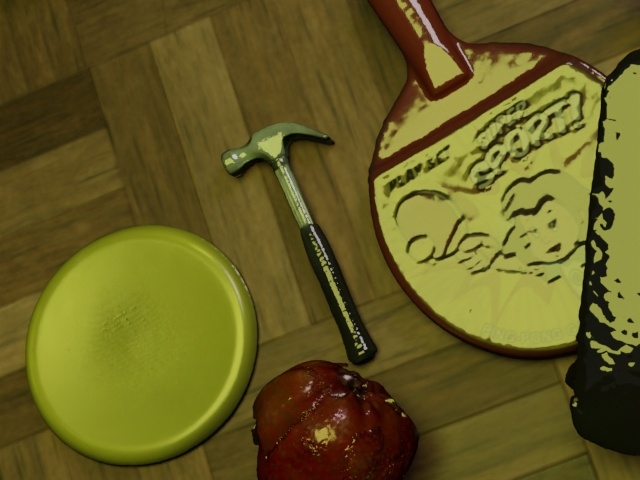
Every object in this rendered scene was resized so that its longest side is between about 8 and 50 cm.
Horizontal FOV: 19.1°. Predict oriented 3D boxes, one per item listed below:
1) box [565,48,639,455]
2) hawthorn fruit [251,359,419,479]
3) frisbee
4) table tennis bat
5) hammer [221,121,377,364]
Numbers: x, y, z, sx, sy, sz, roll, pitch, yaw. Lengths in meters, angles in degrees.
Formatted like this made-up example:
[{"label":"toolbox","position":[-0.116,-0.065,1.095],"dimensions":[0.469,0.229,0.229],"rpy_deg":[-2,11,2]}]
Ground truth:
[{"label":"box","position":[0.390,0.022,1.585],"dimensions":[0.350,0.091,0.359],"rpy_deg":[6,92,14]},{"label":"hawthorn fruit","position":[-0.001,0.191,1.667],"dimensions":[0.148,0.148,0.172],"rpy_deg":[31,105,21]},{"label":"frisbee","position":[-0.172,0.097,1.800],"dimensions":[0.236,0.017,0.236],"rpy_deg":[-4,75,16]},{"label":"table tennis bat","position":[0.155,-0.083,1.738],"dimensions":[0.268,0.051,0.415],"rpy_deg":[-31,73,7]},{"label":"hammer","position":[0.000,0.000,1.771],"dimensions":[0.103,0.029,0.246],"rpy_deg":[-28,72,8]}]
